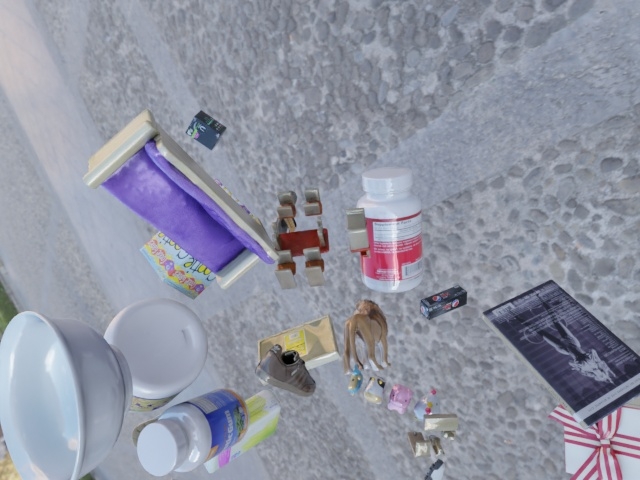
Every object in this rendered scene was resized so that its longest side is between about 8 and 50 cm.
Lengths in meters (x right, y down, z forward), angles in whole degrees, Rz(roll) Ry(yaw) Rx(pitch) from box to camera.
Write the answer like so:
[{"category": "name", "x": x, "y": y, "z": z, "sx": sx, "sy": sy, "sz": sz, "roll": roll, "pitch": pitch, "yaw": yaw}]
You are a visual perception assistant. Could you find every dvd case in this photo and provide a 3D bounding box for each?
[{"category": "dvd case", "x": 0.397, "y": 0.170, "z": 0.734, "sx": 0.221, "sy": 0.164, "sz": 0.018, "roll": 54, "pitch": 156, "yaw": 40}]

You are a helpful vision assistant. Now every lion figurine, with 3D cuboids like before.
[{"category": "lion figurine", "x": 0.147, "y": 0.302, "z": 1.486, "sx": 0.392, "sy": 0.142, "sz": 0.240, "roll": 47, "pitch": -144, "yaw": -74}]

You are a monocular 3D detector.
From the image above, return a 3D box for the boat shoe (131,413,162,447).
[{"category": "boat shoe", "x": -0.392, "y": 0.519, "z": 1.311, "sx": 0.096, "sy": 0.277, "sz": 0.098, "roll": 144, "pitch": 116, "yaw": -81}]

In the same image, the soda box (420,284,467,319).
[{"category": "soda box", "x": 0.435, "y": 0.218, "z": 1.603, "sx": 0.053, "sy": 0.168, "sz": 0.060, "roll": -135, "pitch": 32, "yaw": -55}]

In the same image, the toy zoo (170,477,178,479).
[{"category": "toy zoo", "x": -0.221, "y": 0.556, "z": 0.789, "sx": 0.293, "sy": 0.192, "sz": 0.030, "roll": 32, "pitch": 131, "yaw": -8}]

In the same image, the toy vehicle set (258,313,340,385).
[{"category": "toy vehicle set", "x": -0.076, "y": 0.353, "z": 1.482, "sx": 0.166, "sy": 0.266, "sz": 0.035, "roll": -101, "pitch": -13, "yaw": -53}]

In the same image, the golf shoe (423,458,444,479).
[{"category": "golf shoe", "x": 0.283, "y": 0.644, "z": 1.111, "sx": 0.093, "sy": 0.198, "sz": 0.077, "roll": 16, "pitch": 167, "yaw": 25}]

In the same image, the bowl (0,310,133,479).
[{"category": "bowl", "x": -0.419, "y": 0.259, "z": 0.772, "sx": 0.297, "sy": 0.134, "sz": 0.298, "roll": 2, "pitch": 93, "yaw": 35}]

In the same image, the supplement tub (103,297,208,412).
[{"category": "supplement tub", "x": -0.447, "y": 0.310, "z": 1.178, "sx": 0.241, "sy": 0.241, "sz": 0.331, "roll": 57, "pitch": 142, "yaw": 9}]

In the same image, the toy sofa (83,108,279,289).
[{"category": "toy sofa", "x": -0.250, "y": -0.054, "z": 0.868, "sx": 0.362, "sy": 0.150, "sz": 0.177, "roll": 48, "pitch": -176, "yaw": -40}]

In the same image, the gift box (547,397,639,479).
[{"category": "gift box", "x": 0.859, "y": 0.598, "z": 1.366, "sx": 0.276, "sy": 0.258, "sz": 0.255, "roll": -11, "pitch": 75, "yaw": 40}]

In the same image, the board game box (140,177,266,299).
[{"category": "board game box", "x": -0.312, "y": -0.003, "z": 1.220, "sx": 0.144, "sy": 0.275, "sz": 0.142, "roll": 41, "pitch": 173, "yaw": 32}]

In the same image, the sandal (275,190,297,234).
[{"category": "sandal", "x": -0.106, "y": -0.066, "z": 1.548, "sx": 0.060, "sy": 0.219, "sz": 0.090, "roll": 9, "pitch": 158, "yaw": 17}]

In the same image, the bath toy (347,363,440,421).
[{"category": "bath toy", "x": 0.279, "y": 0.567, "z": 1.679, "sx": 0.348, "sy": 0.151, "sz": 0.129, "roll": 17, "pitch": 104, "yaw": 12}]

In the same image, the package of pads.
[{"category": "package of pads", "x": -0.292, "y": 0.692, "z": 1.665, "sx": 0.101, "sy": 0.296, "sz": 0.229, "roll": 44, "pitch": 139, "yaw": 30}]

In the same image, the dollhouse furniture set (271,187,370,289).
[{"category": "dollhouse furniture set", "x": 0.000, "y": 0.000, "z": 1.215, "sx": 0.135, "sy": 0.259, "sz": 0.262, "roll": 76, "pitch": -171, "yaw": -53}]

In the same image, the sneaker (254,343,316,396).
[{"category": "sneaker", "x": -0.050, "y": 0.258, "z": 0.898, "sx": 0.066, "sy": 0.071, "sz": 0.188, "roll": 27, "pitch": 172, "yaw": 36}]

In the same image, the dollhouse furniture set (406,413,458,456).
[{"category": "dollhouse furniture set", "x": 0.394, "y": 0.660, "z": 1.611, "sx": 0.123, "sy": 0.144, "sz": 0.151, "roll": -101, "pitch": 11, "yaw": -77}]

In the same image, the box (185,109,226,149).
[{"category": "box", "x": -0.308, "y": -0.297, "z": 1.226, "sx": 0.083, "sy": 0.052, "sz": 0.062, "roll": 34, "pitch": 124, "yaw": -13}]

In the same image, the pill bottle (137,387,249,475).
[{"category": "pill bottle", "x": -0.302, "y": 0.463, "z": 1.103, "sx": 0.152, "sy": 0.272, "sz": 0.152, "roll": -2, "pitch": 85, "yaw": 22}]

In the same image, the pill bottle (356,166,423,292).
[{"category": "pill bottle", "x": 0.246, "y": -0.041, "z": 1.610, "sx": 0.229, "sy": 0.229, "sz": 0.408, "roll": 16, "pitch": 119, "yaw": 46}]
